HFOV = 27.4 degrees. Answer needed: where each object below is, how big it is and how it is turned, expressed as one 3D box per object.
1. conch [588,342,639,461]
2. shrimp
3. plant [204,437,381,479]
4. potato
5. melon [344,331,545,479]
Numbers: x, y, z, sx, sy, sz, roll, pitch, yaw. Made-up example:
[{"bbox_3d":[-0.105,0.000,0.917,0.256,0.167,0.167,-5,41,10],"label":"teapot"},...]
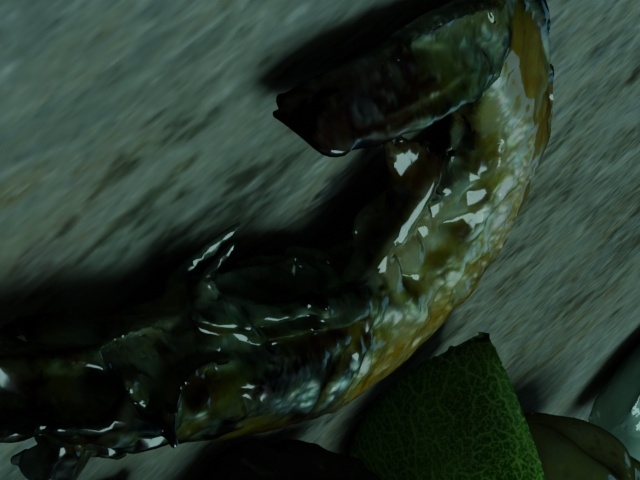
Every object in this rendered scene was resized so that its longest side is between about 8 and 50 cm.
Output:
[{"bbox_3d":[0.419,0.181,1.601,0.221,0.121,0.185,-52,153,-1],"label":"conch"},{"bbox_3d":[0.000,0.000,0.652,0.445,0.085,0.272,-19,141,-51],"label":"shrimp"},{"bbox_3d":[-0.037,0.257,0.894,0.234,0.204,0.178,-57,152,12],"label":"plant"},{"bbox_3d":[0.222,0.282,1.334,0.218,0.202,0.351,-55,154,19],"label":"potato"},{"bbox_3d":[0.104,0.223,1.034,0.129,0.169,0.265,-15,138,-8],"label":"melon"}]
